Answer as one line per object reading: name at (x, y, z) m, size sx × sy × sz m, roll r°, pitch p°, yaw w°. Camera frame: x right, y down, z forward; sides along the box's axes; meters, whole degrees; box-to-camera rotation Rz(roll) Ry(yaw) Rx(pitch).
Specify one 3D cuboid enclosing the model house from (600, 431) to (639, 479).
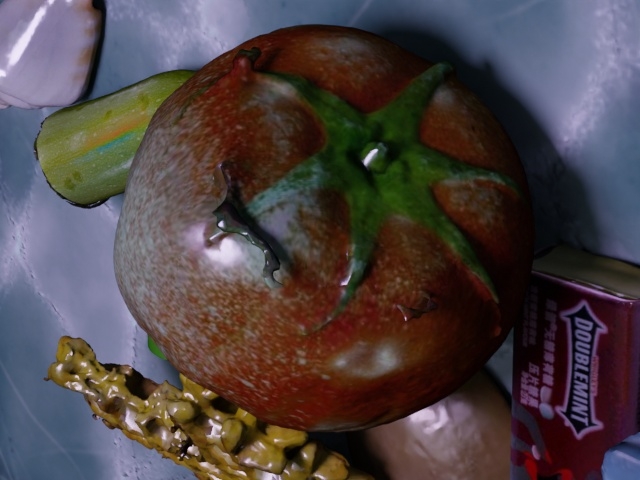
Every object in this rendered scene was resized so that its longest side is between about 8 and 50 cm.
model house at (0.387, 0.178, 1.046) m, size 0.360 × 0.339 × 0.297 m, roll 17°, pitch 136°, yaw 45°

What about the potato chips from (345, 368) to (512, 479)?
potato chips at (0.087, 0.186, 1.457) m, size 0.195 × 0.062 × 0.208 m, roll 16°, pitch 117°, yaw 32°

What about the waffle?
waffle at (-0.085, 0.175, 1.490) m, size 0.260 × 0.069 × 0.293 m, roll 38°, pitch 164°, yaw -28°

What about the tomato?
tomato at (0.000, 0.000, 1.293) m, size 0.303 × 0.303 × 0.239 m, roll 49°, pitch 144°, yaw 12°

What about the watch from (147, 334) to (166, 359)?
watch at (-0.090, 0.050, 1.484) m, size 0.165 × 0.152 × 0.131 m, roll 8°, pitch 115°, yaw 36°

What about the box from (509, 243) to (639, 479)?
box at (0.201, 0.123, 1.326) m, size 0.120 × 0.069 × 0.224 m, roll 20°, pitch 120°, yaw 39°

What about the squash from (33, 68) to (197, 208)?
squash at (-0.155, -0.093, 1.515) m, size 0.188 × 0.095 × 0.095 m, roll -17°, pitch 97°, yaw 43°

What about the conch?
conch at (-0.250, -0.181, 1.581) m, size 0.176 × 0.094 × 0.104 m, roll -48°, pitch 60°, yaw 14°
